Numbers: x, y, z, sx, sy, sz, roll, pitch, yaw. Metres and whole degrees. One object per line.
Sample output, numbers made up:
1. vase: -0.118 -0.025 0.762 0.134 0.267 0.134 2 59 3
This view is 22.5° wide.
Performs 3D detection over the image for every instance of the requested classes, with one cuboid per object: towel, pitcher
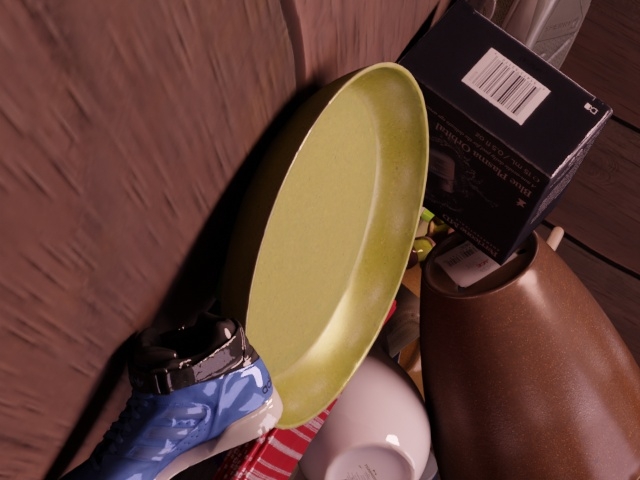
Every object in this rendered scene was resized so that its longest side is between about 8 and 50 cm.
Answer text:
1. towel: -0.026 0.139 1.247 0.275 0.031 0.199 -57 168 -6
2. pitcher: 0.044 0.169 1.490 0.125 0.178 0.207 -27 -148 10

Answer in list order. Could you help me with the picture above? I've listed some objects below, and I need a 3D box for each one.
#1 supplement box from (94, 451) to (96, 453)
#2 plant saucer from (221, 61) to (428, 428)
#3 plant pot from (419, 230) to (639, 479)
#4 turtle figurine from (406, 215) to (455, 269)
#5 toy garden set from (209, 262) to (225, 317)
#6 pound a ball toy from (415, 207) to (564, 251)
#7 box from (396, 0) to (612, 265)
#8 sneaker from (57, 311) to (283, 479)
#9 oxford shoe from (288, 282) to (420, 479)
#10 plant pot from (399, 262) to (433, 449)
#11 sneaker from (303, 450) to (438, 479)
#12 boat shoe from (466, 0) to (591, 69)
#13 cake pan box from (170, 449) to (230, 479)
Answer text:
1. supplement box: -0.140 0.176 0.999 0.098 0.036 0.062 -59 173 0
2. plant saucer: 0.000 0.000 1.019 0.241 0.037 0.241 -48 148 -43
3. plant pot: 0.175 0.101 1.450 0.215 0.215 0.230 -54 133 -38
4. turtle figurine: 0.120 -0.006 1.556 0.269 0.087 0.217 22 66 -53
5. toy garden set: -0.018 0.023 1.180 0.204 0.049 0.244 -55 172 -33
6. pound a ball toy: 0.236 0.001 2.279 0.136 0.208 0.319 -64 173 31
7. box: 0.133 -0.086 1.326 0.093 0.156 0.158 -47 168 -26
8. sneaker: -0.101 0.096 0.895 0.152 0.085 0.058 -28 -155 -10
9. oxford shoe: 0.007 0.180 1.695 0.123 0.130 0.348 -50 168 -55
10. plant pot: 0.098 0.122 1.862 0.237 0.237 0.254 -60 159 3
11. sneaker: -0.004 0.328 1.634 0.350 0.148 0.131 -31 -176 27
12. boat shoe: 0.192 -0.268 1.339 0.118 0.103 0.320 -18 136 -51
13. cake pan box: -0.120 0.268 1.426 0.267 0.070 0.246 -60 176 -7
